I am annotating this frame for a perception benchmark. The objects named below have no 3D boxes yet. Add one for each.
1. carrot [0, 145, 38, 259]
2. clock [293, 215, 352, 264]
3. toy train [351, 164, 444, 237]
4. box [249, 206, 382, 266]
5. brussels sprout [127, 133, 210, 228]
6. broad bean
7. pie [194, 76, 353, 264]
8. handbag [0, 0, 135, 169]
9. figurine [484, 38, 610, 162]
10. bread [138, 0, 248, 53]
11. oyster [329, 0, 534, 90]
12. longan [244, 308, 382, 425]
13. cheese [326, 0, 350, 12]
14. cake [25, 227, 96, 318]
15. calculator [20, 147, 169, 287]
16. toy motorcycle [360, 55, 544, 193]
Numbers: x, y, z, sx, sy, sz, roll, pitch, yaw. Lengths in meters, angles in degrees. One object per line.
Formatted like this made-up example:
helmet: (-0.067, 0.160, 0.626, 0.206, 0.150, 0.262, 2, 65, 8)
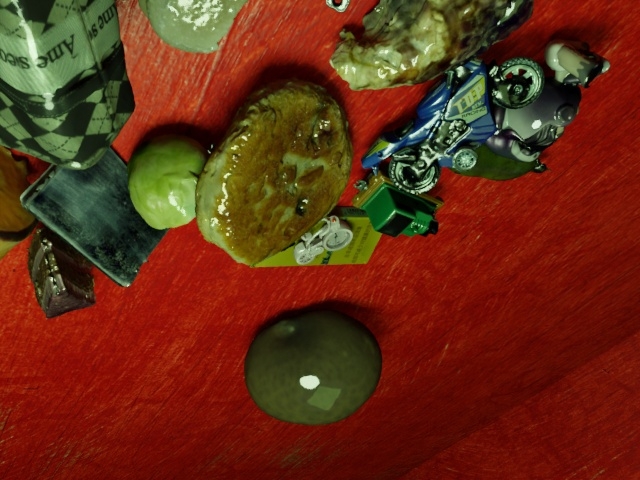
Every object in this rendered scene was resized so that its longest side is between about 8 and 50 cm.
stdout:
carrot: (-0.595, 0.002, 0.766, 0.340, 0.224, 0.224, -29, 141, 9)
clock: (0.000, 0.000, 1.076, 0.129, 0.041, 0.087, -29, 144, 4)
toy train: (0.158, -0.063, 1.047, 0.227, 0.136, 0.091, 19, 130, -34)
box: (-0.005, -0.007, 1.128, 0.278, 0.041, 0.153, 0, 139, -21)
brussels sprout: (-0.241, -0.101, 0.844, 0.151, 0.149, 0.122, -36, 124, -3)
broad bean: (0.319, -0.160, 1.050, 0.338, 0.061, 0.077, 4, 130, -27)
pie: (-0.060, -0.108, 0.857, 0.315, 0.092, 0.315, -31, 138, -33)
handbag: (-0.366, -0.283, 0.472, 0.316, 0.180, 0.416, 14, 140, 9)
figurine: (0.376, -0.235, 0.923, 0.145, 0.145, 0.222, 6, 130, -27)
bread: (-0.117, -0.375, 0.587, 0.183, 0.102, 0.337, 19, 128, -38)
oyster: (0.171, -0.321, 0.739, 0.275, 0.100, 0.271, 13, 114, -4)
longan: (-0.017, 0.318, 1.335, 0.349, 0.289, 0.288, -8, 142, -2)
cheese: (0.062, -0.374, 0.688, 0.092, 0.048, 0.171, 10, 137, -1)
cake: (-0.443, 0.060, 0.917, 0.112, 0.116, 0.295, -18, 174, -25)
calculator: (-0.351, -0.043, 0.887, 0.161, 0.021, 0.262, -57, 148, -23)
toy motorcycle: (0.206, -0.206, 0.893, 0.169, 0.113, 0.315, 39, 120, -16)
